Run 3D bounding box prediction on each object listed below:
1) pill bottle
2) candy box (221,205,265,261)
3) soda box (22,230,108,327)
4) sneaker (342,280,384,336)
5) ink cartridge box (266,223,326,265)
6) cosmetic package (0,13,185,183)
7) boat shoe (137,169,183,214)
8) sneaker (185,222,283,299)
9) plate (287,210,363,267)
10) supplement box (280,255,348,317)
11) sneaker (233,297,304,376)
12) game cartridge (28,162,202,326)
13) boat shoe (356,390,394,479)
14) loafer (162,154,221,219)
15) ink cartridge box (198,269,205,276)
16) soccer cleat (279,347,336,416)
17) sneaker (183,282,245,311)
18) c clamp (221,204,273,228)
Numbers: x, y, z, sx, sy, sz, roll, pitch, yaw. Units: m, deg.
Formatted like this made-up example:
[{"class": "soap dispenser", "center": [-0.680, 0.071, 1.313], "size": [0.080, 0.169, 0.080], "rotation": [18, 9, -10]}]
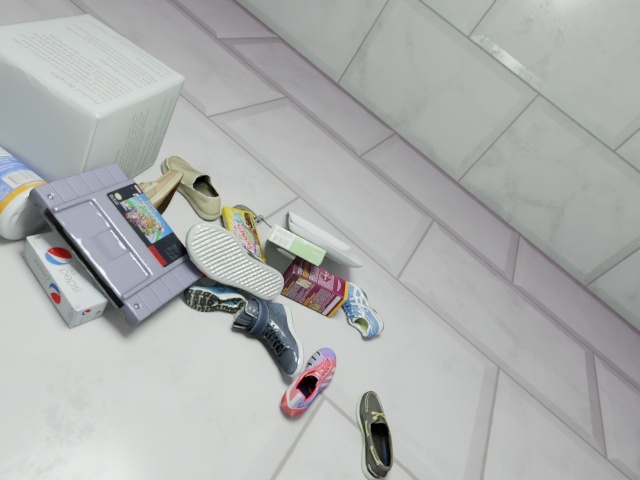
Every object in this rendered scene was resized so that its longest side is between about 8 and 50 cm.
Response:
[{"class": "pill bottle", "center": [-0.748, -0.138, 0.994], "size": [0.272, 0.152, 0.152], "rotation": [37, 35, 1]}, {"class": "candy box", "center": [-0.239, -0.018, 1.366], "size": [0.105, 0.027, 0.206], "rotation": [11, 42, -36]}, {"class": "soda box", "center": [-0.564, 0.081, 0.976], "size": [0.216, 0.069, 0.074], "rotation": [48, 36, 14]}, {"class": "sneaker", "center": [0.114, 0.214, 1.406], "size": [0.211, 0.080, 0.081], "rotation": [48, 33, 17]}, {"class": "ink cartridge box", "center": [-0.081, 0.012, 1.366], "size": [0.171, 0.056, 0.235], "rotation": [28, -1, -6]}, {"class": "cosmetic package", "center": [-0.637, -0.343, 1.173], "size": [0.329, 0.327, 0.394], "rotation": [34, 34, -5]}, {"class": "boat shoe", "center": [-0.490, -0.113, 1.217], "size": [0.110, 0.122, 0.341], "rotation": [32, 36, -9]}, {"class": "sneaker", "center": [-0.245, 0.057, 1.182], "size": [0.127, 0.126, 0.321], "rotation": [19, -19, 48]}, {"class": "plate", "center": [0.000, 0.000, 1.507], "size": [0.277, 0.045, 0.278], "rotation": [30, 8, -10]}, {"class": "supplement box", "center": [-0.021, 0.143, 1.349], "size": [0.188, 0.104, 0.081], "rotation": [28, 35, -13]}, {"class": "sneaker", "center": [-0.138, 0.243, 1.135], "size": [0.163, 0.086, 0.226], "rotation": [22, 29, -36]}, {"class": "game cartridge", "center": [-0.453, -0.005, 1.025], "size": [0.355, 0.068, 0.230], "rotation": [54, 37, -6]}, {"class": "boat shoe", "center": [0.145, 0.484, 1.133], "size": [0.081, 0.069, 0.228], "rotation": [23, 37, -20]}, {"class": "loafer", "center": [-0.397, -0.185, 1.404], "size": [0.268, 0.092, 0.102], "rotation": [46, 36, 13]}, {"class": "ink cartridge box", "center": [-0.297, 0.062, 1.264], "size": [0.115, 0.029, 0.063], "rotation": [-10, 57, -47]}, {"class": "soccer cleat", "center": [-0.013, 0.346, 1.130], "size": [0.083, 0.095, 0.248], "rotation": [43, 35, 8]}, {"class": "sneaker", "center": [-0.284, 0.146, 1.171], "size": [0.162, 0.063, 0.073], "rotation": [16, 21, -33]}, {"class": "c clamp", "center": [-0.246, -0.068, 1.465], "size": [0.137, 0.022, 0.160], "rotation": [44, 35, 10]}]
